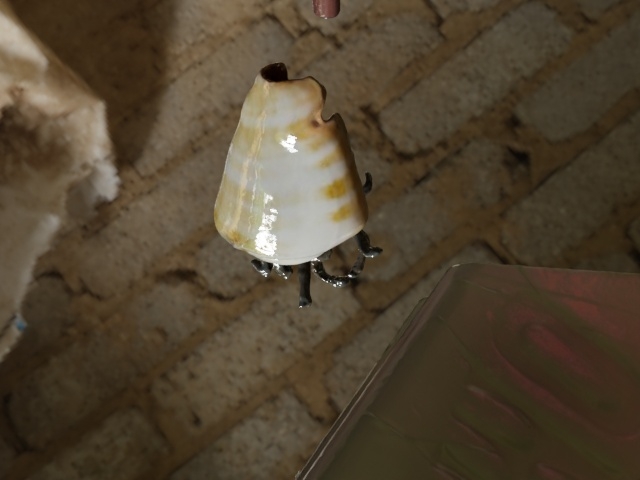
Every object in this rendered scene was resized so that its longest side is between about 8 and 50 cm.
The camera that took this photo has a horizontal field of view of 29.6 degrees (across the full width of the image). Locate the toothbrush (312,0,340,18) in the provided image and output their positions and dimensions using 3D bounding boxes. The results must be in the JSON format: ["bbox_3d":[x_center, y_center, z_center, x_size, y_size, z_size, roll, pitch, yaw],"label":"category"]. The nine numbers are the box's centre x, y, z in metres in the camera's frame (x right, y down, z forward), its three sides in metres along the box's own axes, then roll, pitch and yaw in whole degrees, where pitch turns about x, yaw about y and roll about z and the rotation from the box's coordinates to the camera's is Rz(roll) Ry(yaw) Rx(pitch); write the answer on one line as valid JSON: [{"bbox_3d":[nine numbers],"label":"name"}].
[{"bbox_3d":[0.003,-0.387,1.365,0.041,0.041,0.364,-33,151,-19],"label":"toothbrush"}]

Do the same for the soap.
[{"bbox_3d":[0.106,0.155,0.744,0.347,0.208,0.115,-52,177,-31],"label":"soap"}]

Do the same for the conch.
[{"bbox_3d":[-0.045,-0.056,1.212,0.127,0.158,0.255,-43,145,-22],"label":"conch"}]

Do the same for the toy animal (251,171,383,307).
[{"bbox_3d":[0.000,0.000,1.803,0.233,0.148,0.084,-37,172,24],"label":"toy animal"}]
